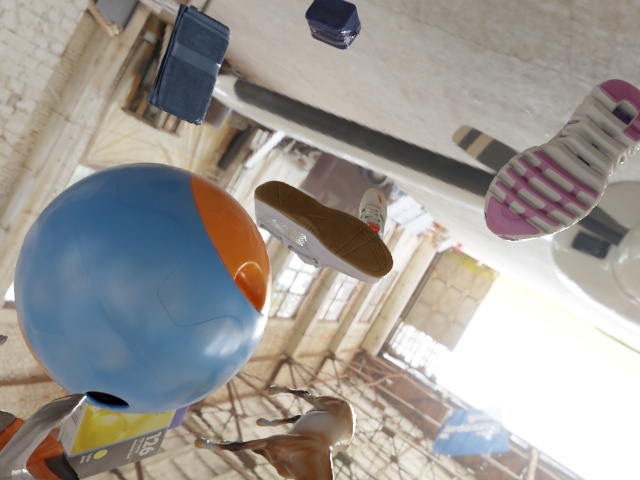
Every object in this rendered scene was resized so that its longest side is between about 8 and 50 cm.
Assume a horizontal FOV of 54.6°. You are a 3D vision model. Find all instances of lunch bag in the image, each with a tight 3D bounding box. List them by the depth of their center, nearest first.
[{"bbox_3d":[0.028,-0.393,1.123,0.098,0.067,0.065,31,170,21],"label":"lunch bag"}]

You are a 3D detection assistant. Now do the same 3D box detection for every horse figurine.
[{"bbox_3d":[-0.026,0.242,0.770,0.174,0.066,0.263,3,-172,26],"label":"horse figurine"}]

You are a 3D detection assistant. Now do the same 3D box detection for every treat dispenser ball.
[{"bbox_3d":[-0.200,0.054,0.725,0.288,0.288,0.288,29,-177,-2],"label":"treat dispenser ball"}]

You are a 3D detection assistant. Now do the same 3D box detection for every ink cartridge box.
[{"bbox_3d":[-0.367,0.349,1.265,0.307,0.304,0.072,-4,-138,-42],"label":"ink cartridge box"}]

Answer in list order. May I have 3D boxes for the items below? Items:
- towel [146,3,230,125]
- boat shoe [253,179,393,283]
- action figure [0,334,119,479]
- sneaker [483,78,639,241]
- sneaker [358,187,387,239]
[{"bbox_3d":[-0.143,-0.192,0.685,0.067,0.120,0.029,21,173,-43],"label":"towel"},{"bbox_3d":[0.000,0.000,1.053,0.277,0.096,0.098,34,-135,23],"label":"boat shoe"},{"bbox_3d":[-0.206,0.242,0.450,0.341,0.330,0.178,-2,-160,38],"label":"action figure"},{"bbox_3d":[0.272,-0.074,0.697,0.095,0.236,0.104,47,165,11],"label":"sneaker"},{"bbox_3d":[0.099,-0.029,1.147,0.057,0.161,0.075,14,162,-6],"label":"sneaker"}]
